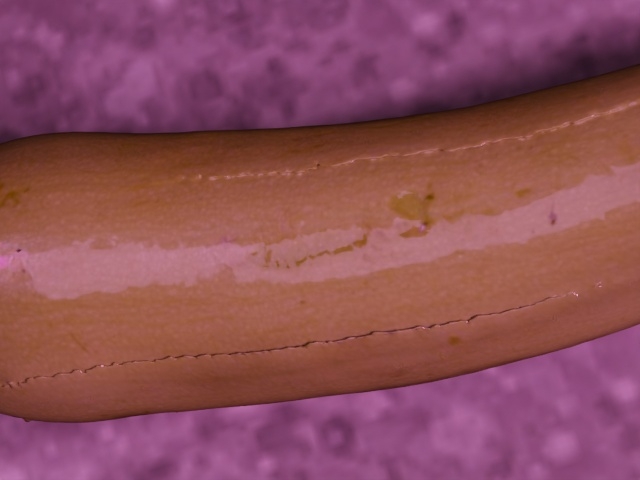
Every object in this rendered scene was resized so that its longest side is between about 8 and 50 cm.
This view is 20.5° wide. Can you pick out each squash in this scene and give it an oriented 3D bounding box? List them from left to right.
[{"bbox_3d":[0.000,0.000,0.478,0.250,0.083,0.083,-8,83,14],"label":"squash"}]
